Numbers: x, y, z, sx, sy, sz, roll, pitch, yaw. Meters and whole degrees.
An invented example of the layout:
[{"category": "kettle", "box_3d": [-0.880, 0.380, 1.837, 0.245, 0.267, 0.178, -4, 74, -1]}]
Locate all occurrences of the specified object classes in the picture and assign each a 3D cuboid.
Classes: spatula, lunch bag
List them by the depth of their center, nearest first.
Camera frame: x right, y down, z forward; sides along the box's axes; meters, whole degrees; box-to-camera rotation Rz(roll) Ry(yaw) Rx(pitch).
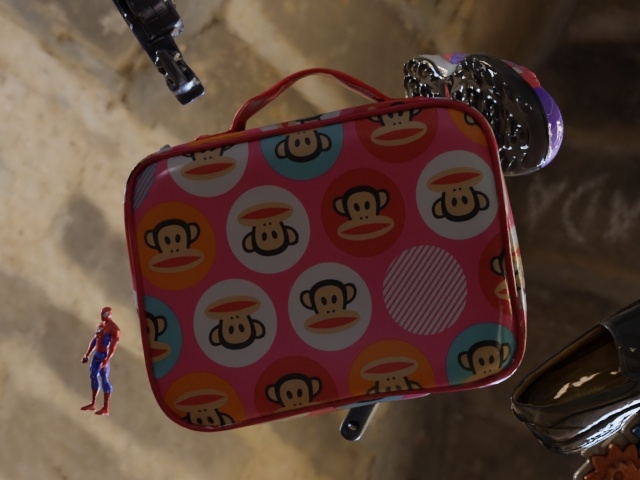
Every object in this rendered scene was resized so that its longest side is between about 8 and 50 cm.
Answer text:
[{"category": "lunch bag", "box_3d": [0.000, 0.000, 1.083, 0.293, 0.258, 0.120, -8, 180, 4]}, {"category": "spatula", "box_3d": [0.090, 0.153, 1.829, 0.084, 0.296, 0.030, 30, 132, 6]}]

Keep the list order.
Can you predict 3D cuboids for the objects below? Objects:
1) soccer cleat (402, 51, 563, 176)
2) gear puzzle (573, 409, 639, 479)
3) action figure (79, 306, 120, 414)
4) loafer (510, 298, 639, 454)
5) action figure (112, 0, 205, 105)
[{"category": "soccer cleat", "box_3d": [0.174, -0.130, 1.353, 0.116, 0.108, 0.318, -6, -168, -13]}, {"category": "gear puzzle", "box_3d": [0.336, 0.334, 1.652, 0.175, 0.339, 0.044, 48, 174, -16]}, {"category": "action figure", "box_3d": [-0.236, 0.128, 1.535, 0.038, 0.115, 0.030, 10, -179, 43]}, {"category": "loafer", "box_3d": [0.193, 0.069, 0.878, 0.061, 0.170, 0.062, 35, -161, -48]}, {"category": "action figure", "box_3d": [-0.158, -0.321, 1.404, 0.341, 0.178, 0.330, 59, 173, 3]}]
